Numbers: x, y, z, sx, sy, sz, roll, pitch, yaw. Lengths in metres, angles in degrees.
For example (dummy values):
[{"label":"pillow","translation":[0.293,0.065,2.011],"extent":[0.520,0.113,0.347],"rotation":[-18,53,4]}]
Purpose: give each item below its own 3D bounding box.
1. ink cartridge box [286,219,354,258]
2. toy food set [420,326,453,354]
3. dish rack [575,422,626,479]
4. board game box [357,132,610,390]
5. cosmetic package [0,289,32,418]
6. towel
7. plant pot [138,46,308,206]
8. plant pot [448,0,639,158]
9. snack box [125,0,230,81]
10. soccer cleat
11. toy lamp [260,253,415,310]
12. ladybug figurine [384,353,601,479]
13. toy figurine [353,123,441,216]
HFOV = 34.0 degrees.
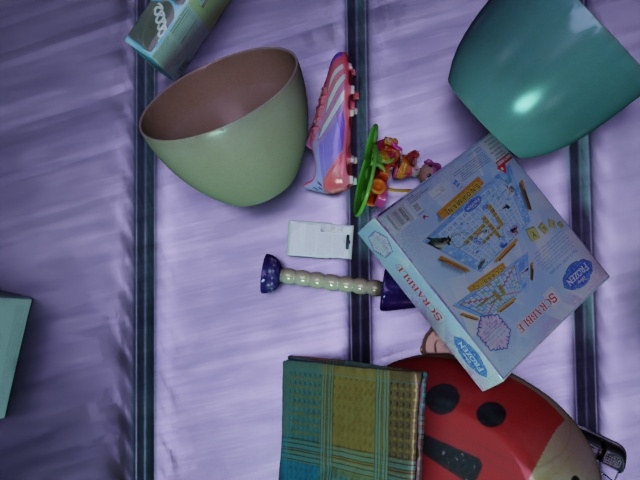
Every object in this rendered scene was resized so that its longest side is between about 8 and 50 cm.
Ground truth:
[{"label":"ink cartridge box","translation":[0.000,0.000,1.829],"extent":[0.115,0.029,0.063],"rotation":[4,86,4]},{"label":"toy food set","translation":[0.215,0.182,1.800],"extent":[0.082,0.020,0.083],"rotation":[41,91,7]},{"label":"dish rack","translation":[0.371,0.431,1.745],"extent":[0.208,0.074,0.272],"rotation":[24,90,8]},{"label":"board game box","translation":[0.270,0.025,1.692],"extent":[0.318,0.066,0.318],"rotation":[-35,85,-34]},{"label":"cosmetic package","translation":[-0.615,0.189,1.773],"extent":[0.138,0.224,0.224],"rotation":[12,87,8]},{"label":"towel","translation":[0.044,0.327,1.665],"extent":[0.040,0.370,0.272],"rotation":[6,84,-33]},{"label":"plant pot","translation":[-0.135,-0.170,1.756],"extent":[0.284,0.284,0.191],"rotation":[-23,120,3]},{"label":"plant pot","translation":[0.352,-0.275,1.698],"extent":[0.235,0.293,0.293],"rotation":[-44,83,16]},{"label":"snack box","translation":[-0.202,-0.439,1.799],"extent":[0.060,0.187,0.322],"rotation":[34,89,7]},{"label":"soccer cleat","translation":[0.017,-0.205,1.819],"extent":[0.095,0.083,0.248],"rotation":[-1,88,10]},{"label":"toy lamp","translation":[0.037,0.073,1.795],"extent":[0.274,0.080,0.080],"rotation":[7,87,5]},{"label":"ladybug figurine","translation":[0.221,0.342,1.668],"extent":[0.449,0.162,0.305],"rotation":[21,89,26]},{"label":"toy figurine","translation":[0.152,-0.105,1.798],"extent":[0.159,0.130,0.173],"rotation":[13,62,-7]}]
